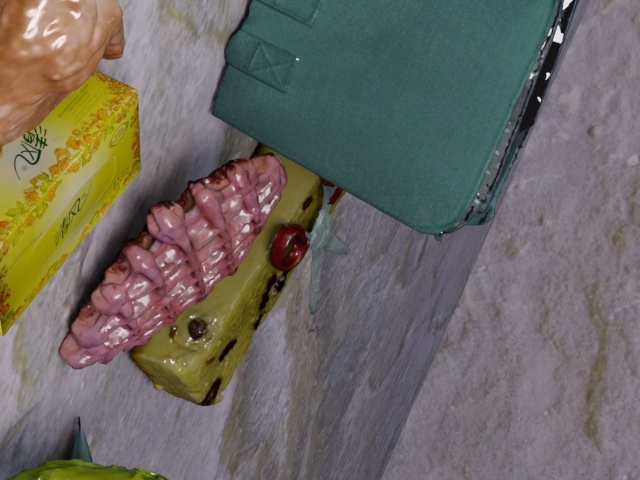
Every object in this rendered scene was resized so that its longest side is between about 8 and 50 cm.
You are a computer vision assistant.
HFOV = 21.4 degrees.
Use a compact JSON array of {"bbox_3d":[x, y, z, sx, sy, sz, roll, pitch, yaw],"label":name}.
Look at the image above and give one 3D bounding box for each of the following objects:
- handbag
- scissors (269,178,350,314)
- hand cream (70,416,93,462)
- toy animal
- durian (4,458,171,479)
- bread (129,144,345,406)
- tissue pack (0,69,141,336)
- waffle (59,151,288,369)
[{"bbox_3d":[0.069,-0.170,1.431,0.100,0.274,0.269,-15,127,-62],"label":"handbag"},{"bbox_3d":[0.000,0.000,1.701,0.144,0.017,0.248,-59,165,-16],"label":"scissors"},{"bbox_3d":[-0.204,0.317,1.493,0.111,0.070,0.312,100,-13,-54],"label":"hand cream"},{"bbox_3d":[-0.195,-0.085,0.950,0.185,0.104,0.184,-49,-177,-21],"label":"toy animal"},{"bbox_3d":[-0.245,0.318,1.314,0.339,0.204,0.256,-25,-129,45],"label":"durian"},{"bbox_3d":[-0.058,-0.002,1.680,0.361,0.077,0.138,-59,164,-18],"label":"bread"},{"bbox_3d":[-0.196,-0.031,1.175,0.176,0.062,0.095,-55,164,-33],"label":"tissue pack"},{"bbox_3d":[-0.118,0.015,1.440,0.221,0.055,0.234,-29,160,-55],"label":"waffle"}]
